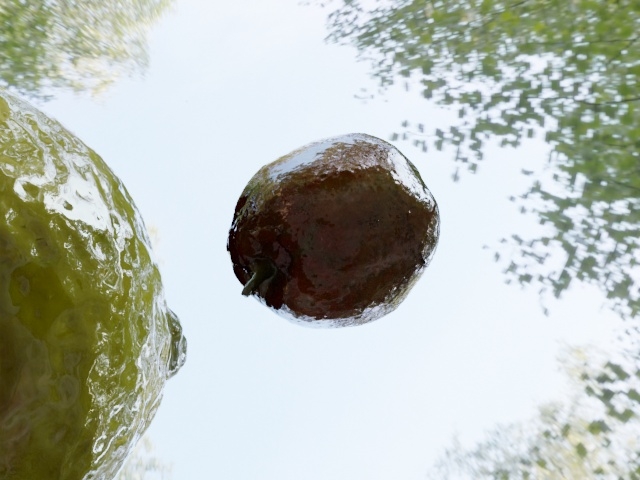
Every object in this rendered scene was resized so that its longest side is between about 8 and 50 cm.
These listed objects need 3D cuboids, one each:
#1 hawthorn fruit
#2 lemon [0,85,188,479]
[{"bbox_3d":[0.003,-0.002,0.405,0.077,0.077,0.077,-1,-83,-7],"label":"hawthorn fruit"},{"bbox_3d":[-0.205,0.038,0.505,0.267,0.267,0.267,-1,-83,-7],"label":"lemon"}]
